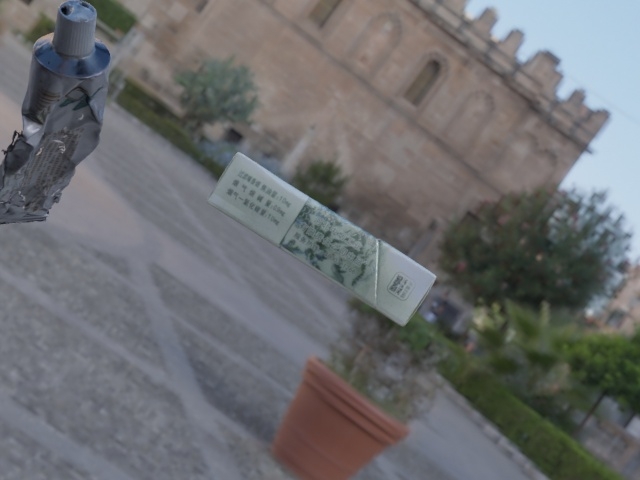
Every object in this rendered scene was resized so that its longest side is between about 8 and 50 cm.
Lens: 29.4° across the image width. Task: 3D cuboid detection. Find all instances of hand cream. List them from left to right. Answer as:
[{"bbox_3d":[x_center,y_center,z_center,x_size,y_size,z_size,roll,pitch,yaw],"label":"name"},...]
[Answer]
[{"bbox_3d":[-0.200,-0.075,0.879,0.084,0.257,0.050,-13,64,-36],"label":"hand cream"}]

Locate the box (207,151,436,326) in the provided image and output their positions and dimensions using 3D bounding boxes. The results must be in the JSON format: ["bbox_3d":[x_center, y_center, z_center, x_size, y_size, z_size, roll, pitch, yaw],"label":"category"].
[{"bbox_3d":[0.000,0.000,1.389,0.256,0.069,0.164,32,-1,0],"label":"box"}]
